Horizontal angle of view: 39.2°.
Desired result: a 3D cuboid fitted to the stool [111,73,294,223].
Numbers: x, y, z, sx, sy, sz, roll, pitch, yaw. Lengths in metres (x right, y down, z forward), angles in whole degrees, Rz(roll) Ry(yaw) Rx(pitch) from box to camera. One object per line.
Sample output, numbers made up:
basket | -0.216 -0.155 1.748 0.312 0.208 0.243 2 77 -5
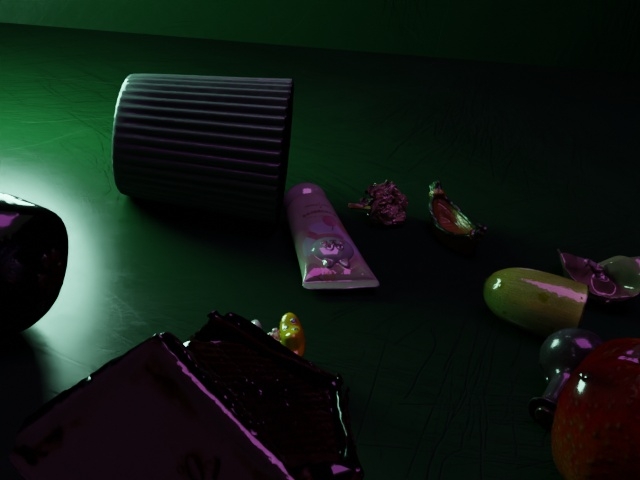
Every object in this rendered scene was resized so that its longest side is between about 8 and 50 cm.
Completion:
stool | -0.231 -0.197 1.819 0.330 0.297 0.297 6 26 -1

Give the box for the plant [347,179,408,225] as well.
plant | 0.123 -0.071 1.953 0.122 0.105 0.116 -10 -28 33

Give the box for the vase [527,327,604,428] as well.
vase | 0.383 0.217 1.401 0.120 0.120 0.183 23 42 25

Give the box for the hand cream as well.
hand cream | 0.000 0.000 1.738 0.147 0.093 0.306 0 37 -19

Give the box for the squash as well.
squash | 0.380 0.105 1.612 0.186 0.123 0.123 20 27 18

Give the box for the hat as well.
hat | 0.552 0.079 1.813 0.166 0.144 0.173 4 -18 6

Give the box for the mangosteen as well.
mangosteen | -0.493 0.034 1.322 0.242 0.243 0.243 8 26 -4

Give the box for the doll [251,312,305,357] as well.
doll | -0.080 0.161 1.399 0.113 0.072 0.135 -23 31 -21

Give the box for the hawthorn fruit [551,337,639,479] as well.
hawthorn fruit | 0.436 0.230 1.164 0.254 0.300 0.254 6 25 -3

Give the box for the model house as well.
model house | -0.123 0.254 1.050 0.297 0.317 0.282 58 18 17

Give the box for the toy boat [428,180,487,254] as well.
toy boat | 0.283 -0.045 1.915 0.088 0.088 0.229 -2 29 -23
